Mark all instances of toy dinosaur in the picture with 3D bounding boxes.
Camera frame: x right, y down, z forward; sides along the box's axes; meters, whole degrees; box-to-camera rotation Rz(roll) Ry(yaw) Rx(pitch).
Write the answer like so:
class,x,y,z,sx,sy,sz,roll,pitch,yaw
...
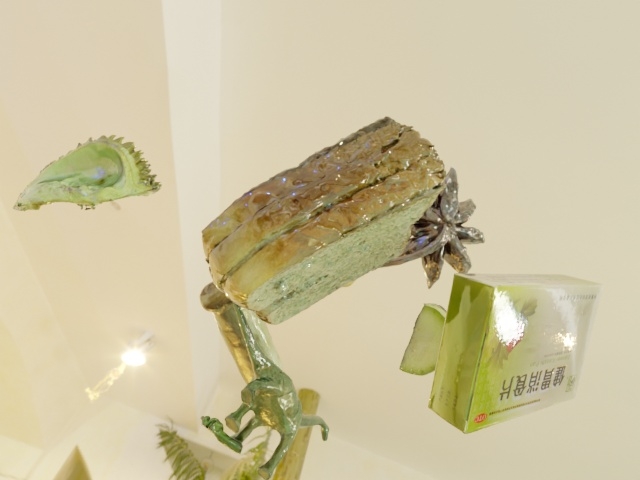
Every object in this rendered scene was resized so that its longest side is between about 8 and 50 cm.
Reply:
class,x,y,z,sx,sy,sz,roll,pitch,yaw
toy dinosaur,-0.056,0.281,0.776,0.087,0.301,0.447,3,-75,28

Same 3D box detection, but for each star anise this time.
class,x,y,z,sx,sy,sz,roll,pitch,yaw
star anise,0.197,-0.011,0.718,0.209,0.231,0.089,38,-11,-4

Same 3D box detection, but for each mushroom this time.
class,x,y,z,sx,sy,sz,roll,pitch,yaw
mushroom,-0.157,0.205,0.859,0.100,0.081,0.312,-8,-58,17

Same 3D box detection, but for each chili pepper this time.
class,x,y,z,sx,sy,sz,roll,pitch,yaw
chili pepper,-0.150,0.289,0.603,0.083,0.027,0.022,35,-81,13

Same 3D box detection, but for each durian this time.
class,x,y,z,sx,sy,sz,roll,pitch,yaw
durian,-0.530,-0.118,0.934,0.394,0.198,0.163,-5,-35,11

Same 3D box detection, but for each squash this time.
class,x,y,z,sx,sy,sz,roll,pitch,yaw
squash,0.309,0.269,1.021,0.184,0.192,0.085,23,-2,-37

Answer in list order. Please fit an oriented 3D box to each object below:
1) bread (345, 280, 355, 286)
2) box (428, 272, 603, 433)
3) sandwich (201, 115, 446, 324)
class,x,y,z,sx,sy,sz,roll,pitch,yaw
bread,0.076,0.009,1.025,0.217,0.098,0.147,-46,-62,1
box,0.265,0.134,0.532,0.260,0.062,0.175,4,-81,-34
sandwich,0.001,0.001,0.485,0.249,0.095,0.273,-29,-16,-6
